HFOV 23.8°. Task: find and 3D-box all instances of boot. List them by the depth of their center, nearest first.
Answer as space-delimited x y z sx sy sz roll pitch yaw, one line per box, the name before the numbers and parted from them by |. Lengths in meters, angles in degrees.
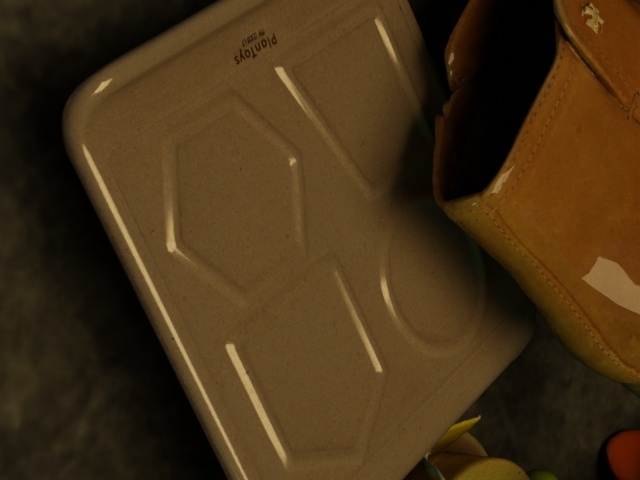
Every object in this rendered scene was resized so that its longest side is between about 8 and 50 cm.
boot | 0.155 -0.070 0.669 0.211 0.104 0.295 44 48 -27

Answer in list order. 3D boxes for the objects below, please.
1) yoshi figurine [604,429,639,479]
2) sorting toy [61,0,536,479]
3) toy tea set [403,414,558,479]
yoshi figurine | 0.293 0.147 0.784 0.362 0.203 0.203 -31 122 -29
sorting toy | 0.000 0.000 0.588 0.193 0.038 0.208 -39 116 -43
toy tea set | -0.002 0.201 0.584 0.336 0.124 0.200 -14 105 -38
